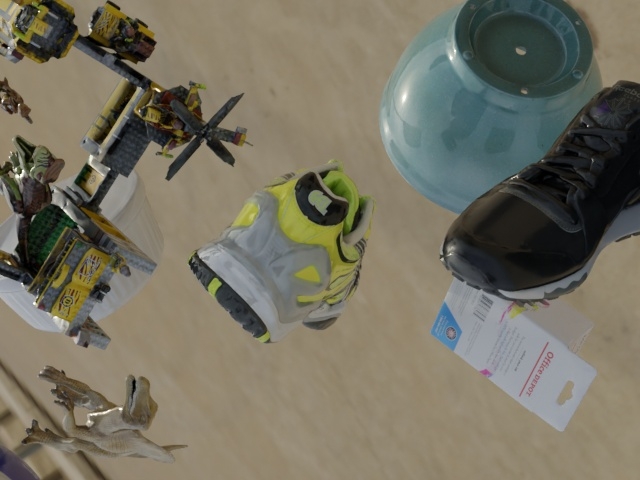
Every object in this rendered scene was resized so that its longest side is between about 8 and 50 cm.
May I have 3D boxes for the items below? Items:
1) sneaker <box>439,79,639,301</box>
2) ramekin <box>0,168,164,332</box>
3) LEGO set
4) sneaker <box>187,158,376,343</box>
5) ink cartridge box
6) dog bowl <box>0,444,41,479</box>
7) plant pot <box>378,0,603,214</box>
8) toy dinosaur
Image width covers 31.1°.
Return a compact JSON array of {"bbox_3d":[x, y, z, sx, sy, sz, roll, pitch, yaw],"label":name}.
[{"bbox_3d":[0.195,-0.058,0.859,0.107,0.283,0.124,33,133,33],"label":"sneaker"},{"bbox_3d":[-0.352,0.017,1.673,0.273,0.273,0.127,24,148,56],"label":"ramekin"},{"bbox_3d":[-0.236,-0.058,1.046,0.255,0.331,0.192,40,177,-41],"label":"LEGO set"},{"bbox_3d":[0.000,0.000,1.142,0.145,0.147,0.385,46,-169,0],"label":"sneaker"},{"bbox_3d":[0.217,0.105,1.229,0.181,0.061,0.104,38,133,23],"label":"ink cartridge box"},{"bbox_3d":[-0.422,0.348,1.263,0.265,0.265,0.104,59,-178,-6],"label":"dog bowl"},{"bbox_3d":[0.234,-0.199,1.462,0.293,0.293,0.196,50,157,18],"label":"plant pot"},{"bbox_3d":[-0.132,0.121,0.718,0.093,0.053,0.183,21,160,5],"label":"toy dinosaur"}]
